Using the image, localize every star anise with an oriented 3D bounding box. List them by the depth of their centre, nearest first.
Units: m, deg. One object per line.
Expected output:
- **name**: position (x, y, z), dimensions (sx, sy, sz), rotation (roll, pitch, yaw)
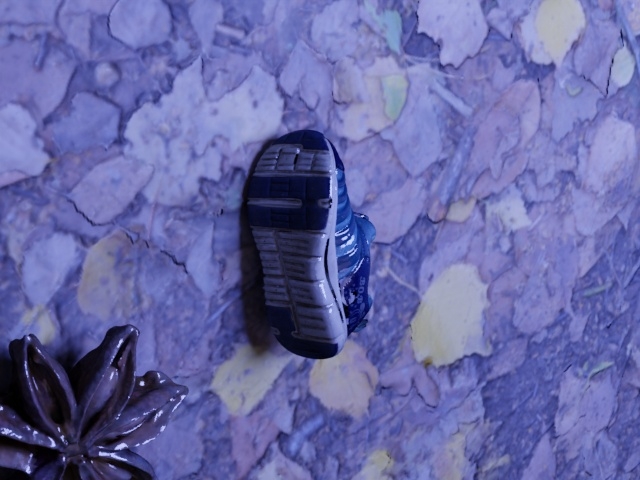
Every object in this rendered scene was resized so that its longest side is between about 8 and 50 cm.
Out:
- **star anise**: position (-0.197, 0.155, 1.020), dimensions (0.197, 0.073, 0.212), rotation (-22, 120, -25)

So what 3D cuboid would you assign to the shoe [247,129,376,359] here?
- **shoe**: position (0.000, 0.000, 1.114), dimensions (0.106, 0.091, 0.207), rotation (-31, 119, -50)
